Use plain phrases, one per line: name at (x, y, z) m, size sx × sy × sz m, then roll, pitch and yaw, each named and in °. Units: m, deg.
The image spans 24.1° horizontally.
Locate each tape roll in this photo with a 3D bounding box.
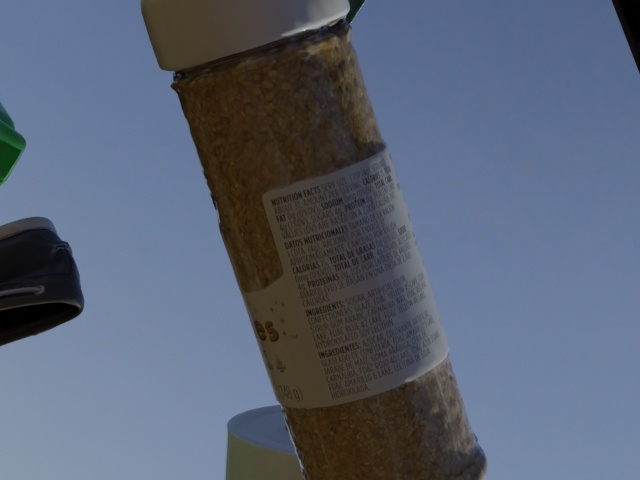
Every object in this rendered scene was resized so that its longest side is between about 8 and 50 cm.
tape roll at (0.033, 0.258, 1.678) m, size 0.286 × 0.286 × 0.100 m, roll 11°, pitch -79°, yaw 56°

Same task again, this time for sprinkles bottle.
sprinkles bottle at (0.000, 0.000, 0.925) m, size 0.121 × 0.121 × 0.355 m, roll 1°, pitch -69°, yaw 60°

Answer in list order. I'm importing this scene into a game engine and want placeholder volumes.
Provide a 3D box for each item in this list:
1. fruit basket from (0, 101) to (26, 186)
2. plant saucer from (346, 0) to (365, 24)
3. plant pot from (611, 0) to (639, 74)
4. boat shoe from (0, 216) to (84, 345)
fruit basket at (-0.555, -0.089, 1.577) m, size 0.283 × 0.392 × 0.392 m, roll 48°, pitch -21°, yaw 51°
plant saucer at (-0.044, -0.233, 1.238) m, size 0.067 × 0.192 × 0.018 m, roll -54°, pitch -148°, yaw 28°
plant pot at (0.301, -0.140, 0.898) m, size 0.187 × 0.167 × 0.188 m, roll -17°, pitch -80°, yaw 31°
boat shoe at (-0.374, 0.088, 1.353) m, size 0.095 × 0.335 × 0.112 m, roll 60°, pitch -10°, yaw 22°
